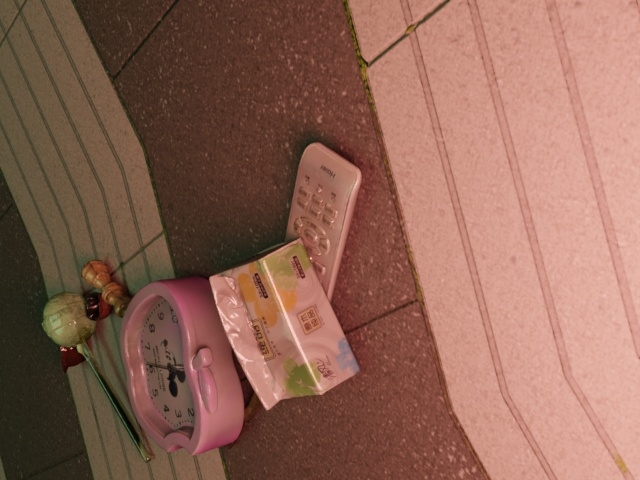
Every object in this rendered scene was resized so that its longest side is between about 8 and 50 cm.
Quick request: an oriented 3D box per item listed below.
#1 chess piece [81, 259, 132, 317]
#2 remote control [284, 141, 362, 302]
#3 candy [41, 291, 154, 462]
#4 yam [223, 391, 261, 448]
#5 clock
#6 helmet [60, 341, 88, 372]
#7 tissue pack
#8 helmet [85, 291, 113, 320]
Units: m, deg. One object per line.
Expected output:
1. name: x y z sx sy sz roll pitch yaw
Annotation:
1. chess piece: -0.455 0.111 1.988 0.172 0.060 0.060 40 129 33
2. remote control: 0.000 0.000 1.422 0.109 0.055 0.313 36 131 30
3. candy: -0.500 0.312 2.077 0.440 0.119 0.119 58 138 11
4. yam: -0.134 0.322 1.688 0.029 0.027 0.234 -83 17 -46
5. clock: -0.262 0.236 1.739 0.338 0.102 0.338 14 108 51
6. helmet: -0.584 0.262 2.185 0.089 0.057 0.111 -101 11 -64
7. tissue pack: -0.074 0.136 1.416 0.159 0.145 0.229 -19 96 51
8. helmet: -0.488 0.147 2.041 0.084 0.049 0.065 -10 81 53
